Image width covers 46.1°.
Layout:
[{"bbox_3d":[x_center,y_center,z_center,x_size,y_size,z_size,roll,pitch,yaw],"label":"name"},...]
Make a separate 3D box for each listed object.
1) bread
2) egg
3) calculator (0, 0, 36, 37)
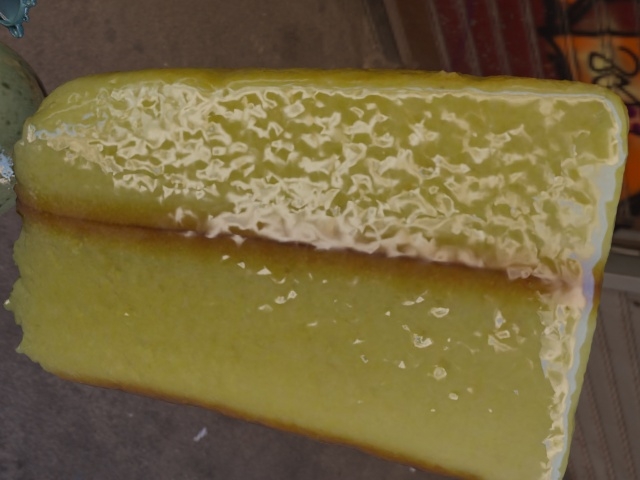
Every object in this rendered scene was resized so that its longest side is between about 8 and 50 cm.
[{"bbox_3d":[0.000,0.000,0.521,0.245,0.361,0.233,-21,120,-77],"label":"bread"},{"bbox_3d":[-0.355,-0.098,0.730,0.177,0.177,0.228,-34,165,-44],"label":"egg"},{"bbox_3d":[-0.313,-0.255,0.695,0.141,0.094,0.019,51,38,2],"label":"calculator"}]
